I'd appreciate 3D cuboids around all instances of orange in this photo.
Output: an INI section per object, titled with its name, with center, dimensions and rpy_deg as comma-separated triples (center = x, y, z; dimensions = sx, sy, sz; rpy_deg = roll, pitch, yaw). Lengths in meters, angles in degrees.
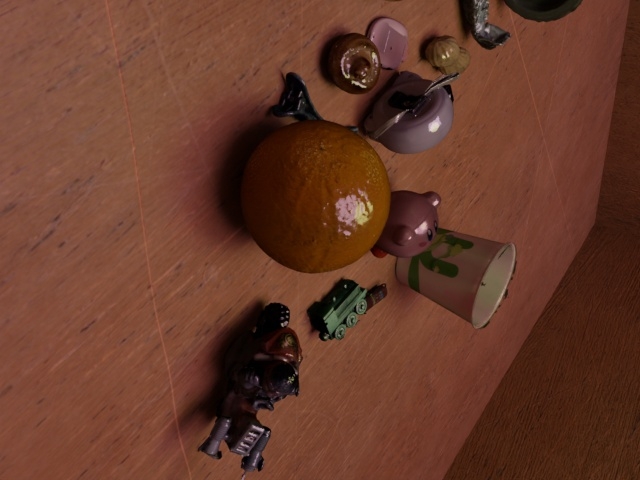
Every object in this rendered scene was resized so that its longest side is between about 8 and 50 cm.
[orange]
center = -0.010, -0.072, 1.027
dimensions = 0.274, 0.274, 0.274
rpy_deg = -31, 132, -43

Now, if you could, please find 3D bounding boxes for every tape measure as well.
[tape measure]
center = 0.200, -0.281, 1.279
dimensions = 0.196, 0.178, 0.105
rpy_deg = -54, 143, -21

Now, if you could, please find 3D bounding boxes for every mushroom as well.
[mushroom]
center = 0.065, -0.341, 1.144
dimensions = 0.126, 0.085, 0.109
rpy_deg = 33, 51, -42

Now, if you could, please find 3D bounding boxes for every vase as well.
[vase]
center = 0.642, -0.773, 1.592
dimensions = 0.291, 0.245, 0.245
rpy_deg = -54, 144, -28

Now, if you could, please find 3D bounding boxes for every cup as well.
[cup]
center = 0.374, 0.081, 1.645
dimensions = 0.253, 0.274, 0.253
rpy_deg = -32, 134, -41

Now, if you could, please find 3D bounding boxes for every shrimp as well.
[shrimp]
center = 0.392, -0.641, 1.383
dimensions = 0.221, 0.166, 0.410
rpy_deg = -52, 155, -27

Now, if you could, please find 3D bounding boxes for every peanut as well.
[peanut]
center = 0.316, -0.450, 1.442
dimensions = 0.187, 0.082, 0.082
rpy_deg = 4, 104, -56

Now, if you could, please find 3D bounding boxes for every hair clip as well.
[hair clip]
center = -0.001, -0.239, 1.154
dimensions = 0.275, 0.048, 0.083
rpy_deg = 16, 93, -61

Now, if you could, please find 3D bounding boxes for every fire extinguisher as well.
[fire extinguisher]
center = 0.142, 0.150, 1.568
dimensions = 0.132, 0.039, 0.056
rpy_deg = -30, 140, -43

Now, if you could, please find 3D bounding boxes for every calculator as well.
[calculator]
center = 0.149, -0.422, 1.268
dimensions = 0.166, 0.024, 0.103
rpy_deg = -4, 111, -53

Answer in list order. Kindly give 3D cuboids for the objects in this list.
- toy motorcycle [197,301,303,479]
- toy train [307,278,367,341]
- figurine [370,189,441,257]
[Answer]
[toy motorcycle]
center = -0.136, 0.322, 1.130
dimensions = 0.134, 0.207, 0.401
rpy_deg = 28, 89, -28
[toy train]
center = 0.047, 0.163, 1.417
dimensions = 0.170, 0.071, 0.111
rpy_deg = -45, 133, -31
[figurine]
center = 0.207, -0.042, 1.432
dimensions = 0.173, 0.173, 0.173
rpy_deg = -31, 132, -43
